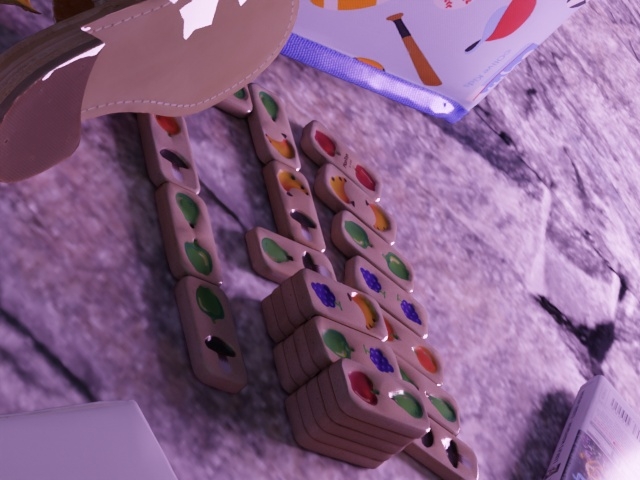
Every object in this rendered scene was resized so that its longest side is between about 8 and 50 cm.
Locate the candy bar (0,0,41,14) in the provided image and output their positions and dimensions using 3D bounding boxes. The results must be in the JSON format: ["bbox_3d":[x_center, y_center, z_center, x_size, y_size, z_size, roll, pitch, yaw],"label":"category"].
[{"bbox_3d":[-0.185,-0.175,0.829,0.040,0.018,0.161,0,56,-56],"label":"candy bar"}]

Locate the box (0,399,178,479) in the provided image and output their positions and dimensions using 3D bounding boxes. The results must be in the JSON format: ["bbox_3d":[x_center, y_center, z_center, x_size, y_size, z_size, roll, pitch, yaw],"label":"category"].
[{"bbox_3d":[-0.100,0.113,0.516,0.102,0.101,0.087,-1,57,-58],"label":"box"}]

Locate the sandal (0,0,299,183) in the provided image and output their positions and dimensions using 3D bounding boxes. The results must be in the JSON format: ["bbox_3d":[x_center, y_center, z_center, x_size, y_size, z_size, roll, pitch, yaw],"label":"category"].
[{"bbox_3d":[-0.103,-0.101,0.796,0.079,0.088,0.240,33,34,18],"label":"sandal"}]

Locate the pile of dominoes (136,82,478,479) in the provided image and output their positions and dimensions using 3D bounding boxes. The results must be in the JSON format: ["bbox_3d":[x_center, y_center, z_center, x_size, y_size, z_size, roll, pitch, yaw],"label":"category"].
[{"bbox_3d":[0.000,0.000,0.867,0.196,0.040,0.251,24,38,-41],"label":"pile of dominoes"}]

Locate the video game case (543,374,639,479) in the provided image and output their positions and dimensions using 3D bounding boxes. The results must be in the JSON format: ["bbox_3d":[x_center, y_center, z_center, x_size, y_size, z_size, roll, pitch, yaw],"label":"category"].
[{"bbox_3d":[0.199,0.186,0.958,0.190,0.022,0.173,49,27,-4],"label":"video game case"}]

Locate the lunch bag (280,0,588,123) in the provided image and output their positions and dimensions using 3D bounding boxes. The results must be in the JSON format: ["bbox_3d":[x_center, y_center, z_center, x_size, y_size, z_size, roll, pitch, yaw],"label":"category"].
[{"bbox_3d":[0.032,-0.277,0.942,0.385,0.328,0.239,12,42,-48],"label":"lunch bag"}]
